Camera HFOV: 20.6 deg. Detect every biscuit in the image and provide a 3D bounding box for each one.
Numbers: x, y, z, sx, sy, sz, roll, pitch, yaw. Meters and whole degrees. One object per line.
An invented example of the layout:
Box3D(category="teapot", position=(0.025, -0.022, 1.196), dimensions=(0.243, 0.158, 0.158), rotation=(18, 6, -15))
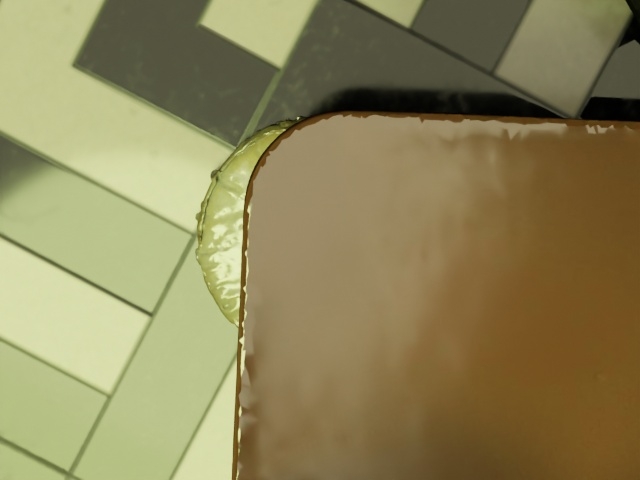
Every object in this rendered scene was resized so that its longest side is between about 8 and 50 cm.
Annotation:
Box3D(category="biscuit", position=(0.000, 0.000, 1.038), dimensions=(0.152, 0.020, 0.152), rotation=(0, 97, 2))

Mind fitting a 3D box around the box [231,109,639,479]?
Box3D(category="box", position=(0.125, 0.053, 0.922), dimensions=(0.339, 0.229, 0.239), rotation=(2, 96, -3))

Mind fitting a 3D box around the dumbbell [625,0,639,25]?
Box3D(category="dumbbell", position=(0.242, -0.214, 0.921), dimensions=(0.290, 0.192, 0.192), rotation=(-26, 95, 6))
